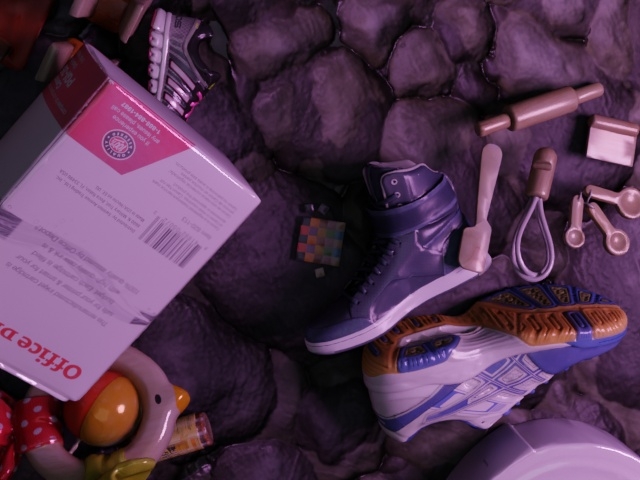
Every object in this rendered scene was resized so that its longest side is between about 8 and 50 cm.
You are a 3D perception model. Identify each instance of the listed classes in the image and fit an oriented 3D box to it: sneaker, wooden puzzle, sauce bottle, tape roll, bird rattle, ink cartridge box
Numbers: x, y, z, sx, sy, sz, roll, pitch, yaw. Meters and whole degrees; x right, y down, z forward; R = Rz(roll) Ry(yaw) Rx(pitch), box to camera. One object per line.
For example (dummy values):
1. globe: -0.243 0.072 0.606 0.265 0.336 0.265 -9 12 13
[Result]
1. sneaker: 0.055 0.008 1.121 0.226 0.086 0.163 -31 110 -11
2. wooden puzzle: 0.000 0.000 1.162 0.049 0.006 0.083 9 96 -7
3. sneaker: -0.142 -0.156 1.099 0.075 0.063 0.170 1 97 -6
4. sneaker: 0.194 0.138 1.166 0.297 0.112 0.131 -11 116 -3
5. sauce bottle: -0.183 0.225 1.155 0.128 0.042 0.042 -18 99 1
6. tape roll: 0.269 0.349 1.190 0.286 0.100 0.286 -1 98 -5
7. bird rattle: -0.253 0.203 1.109 0.254 0.143 0.207 25 66 25
8. ink cartridge box: -0.234 -0.012 1.017 0.283 0.117 0.207 -47 127 5

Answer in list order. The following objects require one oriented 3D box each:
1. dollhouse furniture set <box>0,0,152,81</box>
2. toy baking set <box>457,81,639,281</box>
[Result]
1. dollhouse furniture set: -0.287 -0.300 1.052 0.262 0.135 0.259 28 105 -9
2. toy baking set: 0.250 -0.064 1.132 0.256 0.030 0.196 -15 85 -18
